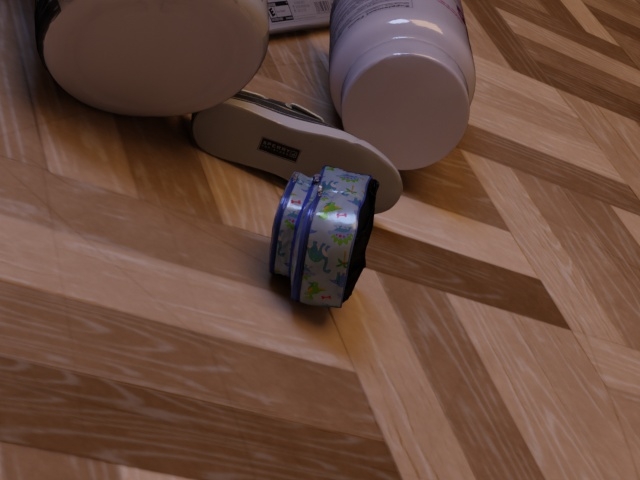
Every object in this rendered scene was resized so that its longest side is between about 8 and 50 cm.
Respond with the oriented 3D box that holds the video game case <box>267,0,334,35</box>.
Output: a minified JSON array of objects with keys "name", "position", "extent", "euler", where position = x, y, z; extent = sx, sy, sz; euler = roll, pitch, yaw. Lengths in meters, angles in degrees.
[{"name":"video game case","position":[-0.052,-0.347,1.752],"extent":[0.212,0.023,0.193],"euler":[-23,95,-60]}]

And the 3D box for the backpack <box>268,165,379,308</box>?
[{"name":"backpack","position":[0.000,0.000,1.231],"extent":[0.084,0.105,0.114],"euler":[10,27,2]}]

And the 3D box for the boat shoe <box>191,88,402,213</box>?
[{"name":"boat shoe","position":[-0.020,-0.095,1.399],"extent":[0.219,0.078,0.070],"euler":[24,28,-16]}]

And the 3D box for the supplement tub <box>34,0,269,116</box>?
[{"name":"supplement tub","position":[-0.159,-0.299,1.340],"extent":[0.207,0.207,0.338],"euler":[17,52,-31]}]

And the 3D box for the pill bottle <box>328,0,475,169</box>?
[{"name":"pill bottle","position":[0.089,-0.199,1.613],"extent":[0.160,0.160,0.283],"euler":[27,27,-14]}]
